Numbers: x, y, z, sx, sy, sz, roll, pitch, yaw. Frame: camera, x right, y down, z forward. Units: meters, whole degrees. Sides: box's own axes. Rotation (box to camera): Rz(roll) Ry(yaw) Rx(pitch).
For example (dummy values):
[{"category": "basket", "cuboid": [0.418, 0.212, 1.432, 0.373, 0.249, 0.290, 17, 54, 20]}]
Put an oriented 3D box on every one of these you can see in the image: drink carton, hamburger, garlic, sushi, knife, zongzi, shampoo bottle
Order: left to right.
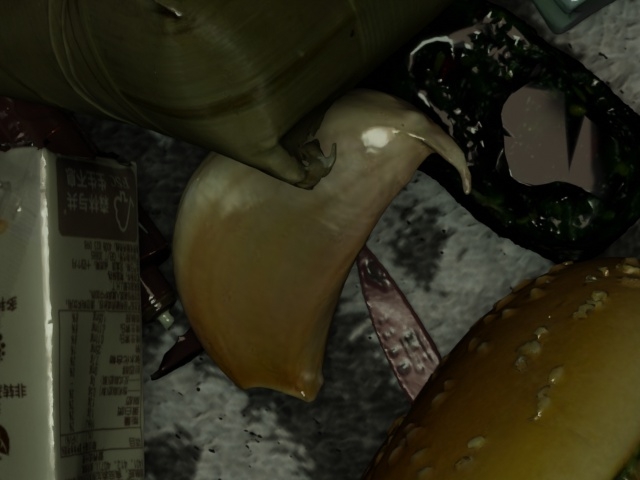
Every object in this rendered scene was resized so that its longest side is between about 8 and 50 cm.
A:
[{"category": "drink carton", "cuboid": [-0.221, 0.105, 1.289, 0.194, 0.132, 0.325, -4, 86, 24]}, {"category": "shampoo bottle", "cuboid": [-0.158, -0.013, 1.377, 0.068, 0.067, 0.236, -36, 81, -14]}, {"category": "zongzi", "cuboid": [-0.028, -0.223, 1.316, 0.447, 0.418, 0.181, -42, 120, -30]}, {"category": "garlic", "cuboid": [-0.005, -0.014, 1.304, 0.145, 0.245, 0.164, -12, 56, -43]}, {"category": "knife", "cuboid": [0.081, 0.111, 1.377, 0.035, 0.018, 0.247, -30, 79, 3]}, {"category": "sushi", "cuboid": [0.126, -0.082, 1.351, 0.225, 0.127, 0.124, 40, 86, 8]}, {"category": "hamburger", "cuboid": [0.155, 0.200, 1.211, 0.268, 0.287, 0.445, 40, 80, -3]}]

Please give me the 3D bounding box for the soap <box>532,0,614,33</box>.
[{"category": "soap", "cuboid": [0.167, -0.282, 1.401, 0.145, 0.091, 0.230, -31, 82, -4]}]
